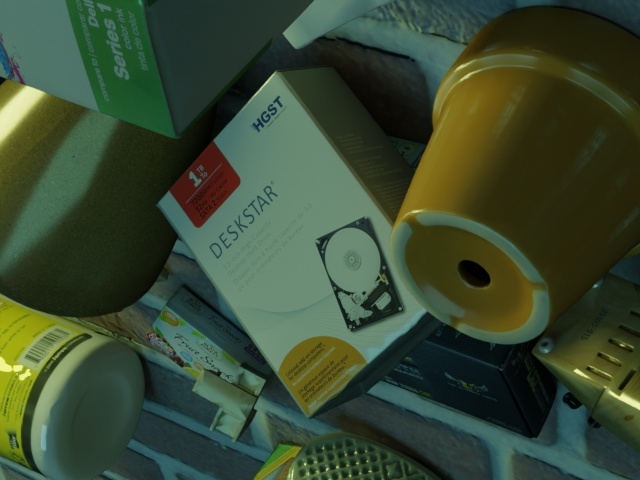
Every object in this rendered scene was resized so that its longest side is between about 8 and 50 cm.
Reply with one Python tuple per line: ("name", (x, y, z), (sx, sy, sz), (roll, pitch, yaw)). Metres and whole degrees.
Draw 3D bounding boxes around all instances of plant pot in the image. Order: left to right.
("plant pot", (-0.199, -0.096, 1.316), (0.237, 0.237, 0.254), (39, 133, -1))
("plant pot", (0.150, -0.033, 1.059), (0.205, 0.188, 0.205), (26, 145, 20))

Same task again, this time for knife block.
("knife block", (0.290, 0.136, 1.127), (0.242, 0.088, 0.276), (42, 172, -31))

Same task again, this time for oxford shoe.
("oxford shoe", (0.146, 0.382, 1.603), (0.449, 0.169, 0.130), (36, 169, 3))

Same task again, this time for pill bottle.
("pill bottle", (-0.402, 0.167, 1.830), (0.334, 0.188, 0.188), (19, 142, 29))

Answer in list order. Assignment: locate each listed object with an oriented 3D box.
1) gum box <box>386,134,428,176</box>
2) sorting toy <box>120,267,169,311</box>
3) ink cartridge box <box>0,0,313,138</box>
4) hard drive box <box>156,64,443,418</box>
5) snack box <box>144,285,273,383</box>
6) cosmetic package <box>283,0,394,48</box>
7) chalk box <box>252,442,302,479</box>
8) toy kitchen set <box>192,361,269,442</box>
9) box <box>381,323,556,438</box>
("gum box", (0.070, -0.022, 1.284), (0.184, 0.041, 0.157), (15, 140, 31))
("sorting toy", (-0.260, 0.029, 1.578), (0.132, 0.046, 0.274), (-3, 156, 26))
("ink cartridge box", (-0.155, -0.205, 0.965), (0.278, 0.201, 0.117), (21, 143, 27))
("hard drive box", (0.000, 0.000, 1.211), (0.181, 0.089, 0.232), (-46, 73, 31))
("snack box", (-0.125, 0.125, 1.648), (0.141, 0.037, 0.100), (37, 146, 0))
("cosmetic package", (-0.029, -0.333, 0.958), (0.377, 0.097, 0.284), (50, 148, -17))
("chalk box", (-0.031, 0.362, 1.682), (0.132, 0.213, 0.132), (5, 134, 41))
("toy kitchen set", (-0.098, 0.164, 1.610), (0.068, 0.075, 0.083), (28, 106, 5))
("box", (0.091, 0.092, 1.334), (0.233, 0.059, 0.183), (18, 160, 25))
